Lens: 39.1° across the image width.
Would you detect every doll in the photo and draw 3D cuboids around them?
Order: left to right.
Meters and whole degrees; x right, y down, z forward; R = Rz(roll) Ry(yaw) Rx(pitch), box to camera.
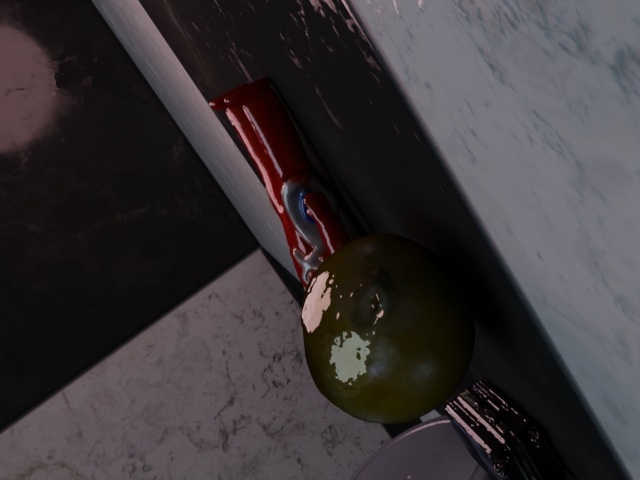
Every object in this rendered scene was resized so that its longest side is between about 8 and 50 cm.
[{"bbox_3d":[0.000,0.000,0.996,0.383,0.099,0.188,59,172,-10],"label":"doll"}]

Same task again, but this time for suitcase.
[{"bbox_3d":[0.175,0.195,0.862,0.086,0.059,0.126,59,172,-25],"label":"suitcase"}]

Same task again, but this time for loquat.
[{"bbox_3d":[0.053,0.070,0.721,0.152,0.152,0.195,52,-179,18],"label":"loquat"}]

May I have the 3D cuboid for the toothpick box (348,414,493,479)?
[{"bbox_3d":[0.197,0.393,1.031,0.354,0.263,0.263,55,173,-13],"label":"toothpick box"}]
